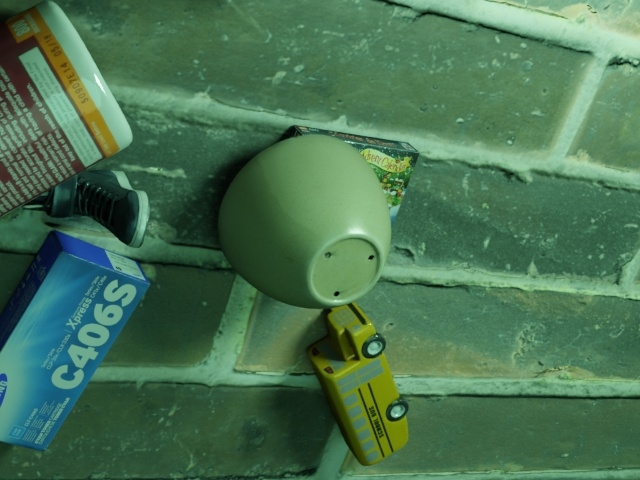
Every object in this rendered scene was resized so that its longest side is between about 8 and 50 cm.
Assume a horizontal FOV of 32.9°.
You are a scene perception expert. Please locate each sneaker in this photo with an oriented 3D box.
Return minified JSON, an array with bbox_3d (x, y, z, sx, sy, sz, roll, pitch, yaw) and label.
[{"bbox_3d":[-0.341,-0.054,1.550,0.163,0.226,0.086,9,104,-28],"label":"sneaker"}]

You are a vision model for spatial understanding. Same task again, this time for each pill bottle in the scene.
[{"bbox_3d":[-0.471,-0.132,1.432,0.392,0.224,0.224,-30,128,-9],"label":"pill bottle"}]

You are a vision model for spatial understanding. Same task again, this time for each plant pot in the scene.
[{"bbox_3d":[0.000,0.000,1.726,0.284,0.191,0.284,-13,125,-19],"label":"plant pot"}]

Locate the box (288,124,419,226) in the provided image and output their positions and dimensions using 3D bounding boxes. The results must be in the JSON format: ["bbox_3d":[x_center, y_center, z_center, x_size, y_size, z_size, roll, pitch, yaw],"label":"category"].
[{"bbox_3d":[0.038,-0.101,1.834,0.233,0.044,0.159,5,117,-30],"label":"box"}]

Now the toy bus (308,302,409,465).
[{"bbox_3d":[0.072,0.267,2.038,0.130,0.108,0.332,-28,128,-9],"label":"toy bus"}]

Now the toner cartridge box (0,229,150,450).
[{"bbox_3d":[-0.434,0.166,1.728,0.165,0.075,0.348,24,105,-35],"label":"toner cartridge box"}]
